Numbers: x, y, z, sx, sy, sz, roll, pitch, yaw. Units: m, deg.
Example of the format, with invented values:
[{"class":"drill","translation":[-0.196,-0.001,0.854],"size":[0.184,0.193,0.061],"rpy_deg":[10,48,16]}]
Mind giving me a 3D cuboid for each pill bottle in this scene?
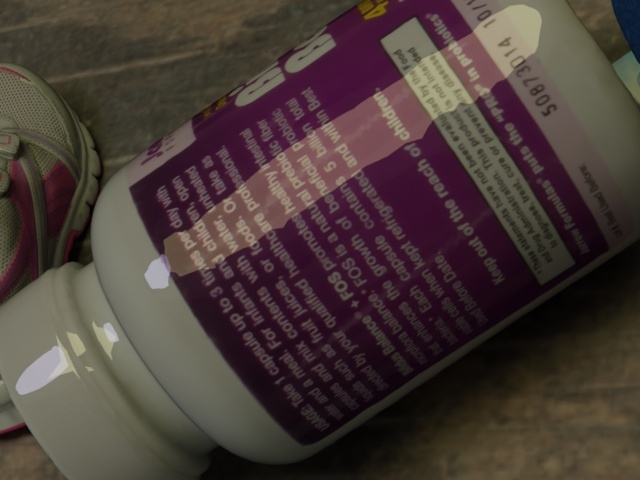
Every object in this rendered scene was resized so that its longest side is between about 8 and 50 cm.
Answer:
[{"class":"pill bottle","translation":[0.000,0.000,0.685],"size":[0.301,0.169,0.169],"rpy_deg":[-34,49,5]}]

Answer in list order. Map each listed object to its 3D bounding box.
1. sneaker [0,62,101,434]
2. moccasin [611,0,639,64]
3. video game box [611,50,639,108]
[{"class":"sneaker","translation":[-0.201,-0.018,0.851],"size":[0.103,0.111,0.252],"rpy_deg":[-21,51,17]},{"class":"moccasin","translation":[0.258,-0.014,0.534],"size":[0.117,0.138,0.342],"rpy_deg":[-44,83,-4]},{"class":"video game box","translation":[0.265,-0.071,0.659],"size":[0.187,0.048,0.205],"rpy_deg":[-37,49,1]}]
